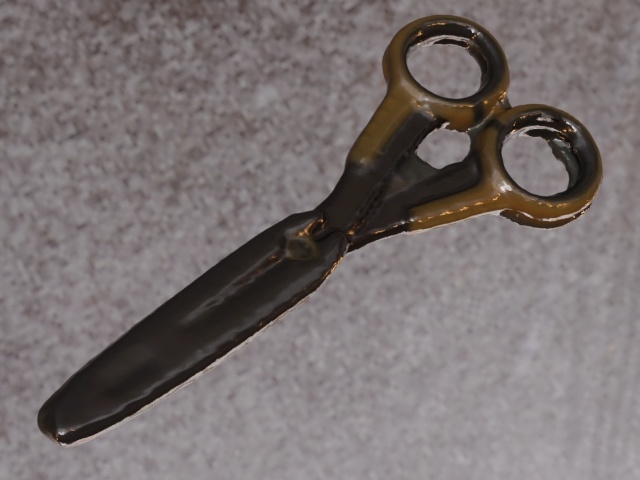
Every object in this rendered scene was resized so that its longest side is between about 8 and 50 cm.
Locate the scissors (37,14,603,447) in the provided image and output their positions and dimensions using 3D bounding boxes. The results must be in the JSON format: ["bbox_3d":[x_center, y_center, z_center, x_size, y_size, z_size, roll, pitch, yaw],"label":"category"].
[{"bbox_3d":[0.000,0.000,0.519,0.220,0.088,0.017,-35,168,-34],"label":"scissors"}]
